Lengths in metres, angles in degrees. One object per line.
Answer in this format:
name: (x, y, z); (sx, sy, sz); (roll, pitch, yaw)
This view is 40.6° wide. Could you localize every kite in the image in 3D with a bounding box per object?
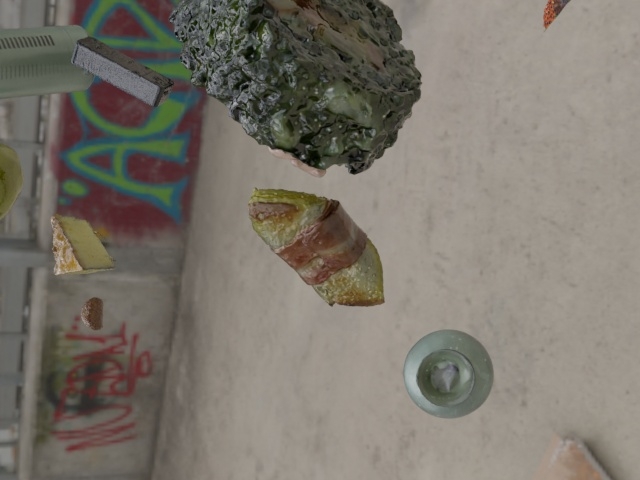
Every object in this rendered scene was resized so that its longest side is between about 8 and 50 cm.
kite: (0.391, -0.417, 1.395); (0.125, 0.008, 0.222); (-100, 7, -54)

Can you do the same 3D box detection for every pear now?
pear: (-0.740, -0.124, 1.768); (0.212, 0.269, 0.213); (13, 109, 41)

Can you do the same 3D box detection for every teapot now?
teapot: (0.248, 0.265, 1.693); (0.251, 0.183, 0.184); (28, -117, -79)

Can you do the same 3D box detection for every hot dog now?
hot dog: (-0.002, -0.003, 1.251); (0.123, 0.261, 0.093); (-24, 35, 27)
hot dog: (-0.549, 0.179, 2.096); (0.035, 0.058, 0.083); (-27, 53, 31)

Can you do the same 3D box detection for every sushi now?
sushi: (-0.022, -0.253, 1.232); (0.178, 0.351, 0.294); (-46, 43, 34)

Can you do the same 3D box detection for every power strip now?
power strip: (-0.216, -0.184, 0.946); (0.029, 0.111, 0.038); (-62, -2, 26)

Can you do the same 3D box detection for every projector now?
projector: (-0.506, -0.259, 1.282); (0.108, 0.337, 0.108); (17, 114, 44)

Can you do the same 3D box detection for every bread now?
bread: (-0.390, 0.003, 1.432); (0.080, 0.084, 0.109); (-13, 79, 36)

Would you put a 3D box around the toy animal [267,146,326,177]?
toy animal: (-0.037, -0.244, 1.939); (0.198, 0.171, 0.171); (66, -163, -68)
